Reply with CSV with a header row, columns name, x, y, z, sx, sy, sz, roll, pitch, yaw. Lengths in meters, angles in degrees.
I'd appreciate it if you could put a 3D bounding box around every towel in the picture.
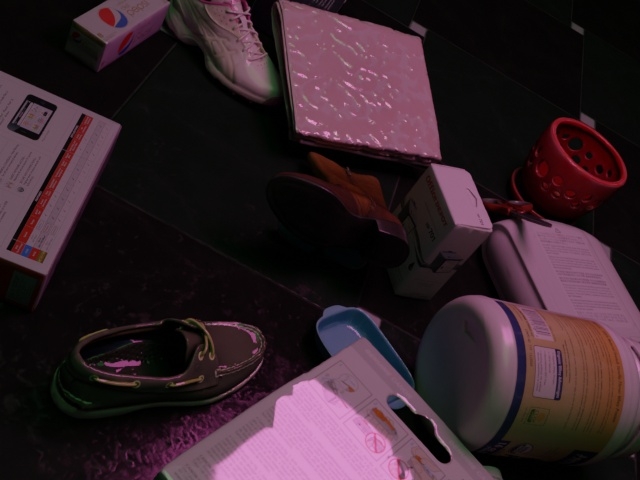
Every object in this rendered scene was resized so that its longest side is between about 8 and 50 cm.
name,x,y,z,sx,sy,sz,roll,pitch,yaw
towel,0.071,-0.299,1.671,0.331,0.053,0.317,8,61,-28

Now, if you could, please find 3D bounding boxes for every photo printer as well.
name,x,y,z,sx,sy,sz,roll,pitch,yaw
photo printer,0.443,0.089,1.598,0.256,0.107,0.308,5,48,-29

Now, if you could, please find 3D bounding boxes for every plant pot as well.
name,x,y,z,sx,sy,sz,roll,pitch,yaw
plant pot,0.506,-0.128,1.798,0.191,0.174,0.191,18,43,-17

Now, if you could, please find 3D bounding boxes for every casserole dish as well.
name,x,y,z,sx,sy,sz,roll,pitch,yaw
casserole dish,0.061,0.182,1.310,0.114,0.037,0.188,-16,62,-42

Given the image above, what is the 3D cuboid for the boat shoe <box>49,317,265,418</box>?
name,x,y,z,sx,sy,sz,roll,pitch,yaw
boat shoe,-0.191,0.154,1.127,0.305,0.091,0.109,-7,55,-38

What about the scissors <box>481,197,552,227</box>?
name,x,y,z,sx,sy,sz,roll,pitch,yaw
scissors,0.356,-0.050,1.618,0.109,0.021,0.297,6,12,4

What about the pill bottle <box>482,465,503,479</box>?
name,x,y,z,sx,sy,sz,roll,pitch,yaw
pill bottle,0.231,0.394,1.179,0.087,0.087,0.160,14,45,-23

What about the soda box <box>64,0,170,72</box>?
name,x,y,z,sx,sy,sz,roll,pitch,yaw
soda box,-0.359,-0.384,1.552,0.074,0.069,0.216,35,41,0

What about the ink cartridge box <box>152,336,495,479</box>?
name,x,y,z,sx,sy,sz,roll,pitch,yaw
ink cartridge box,0.021,0.327,1.094,0.308,0.091,0.385,47,44,16

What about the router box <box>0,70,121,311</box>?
name,x,y,z,sx,sy,sz,roll,pitch,yaw
router box,-0.469,-0.100,1.194,0.301,0.082,0.335,24,42,-12

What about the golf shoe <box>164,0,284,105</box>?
name,x,y,z,sx,sy,sz,roll,pitch,yaw
golf shoe,-0.167,-0.382,1.626,0.306,0.140,0.115,44,41,9

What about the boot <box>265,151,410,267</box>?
name,x,y,z,sx,sy,sz,roll,pitch,yaw
boot,0.016,-0.092,1.444,0.264,0.096,0.280,18,26,-20

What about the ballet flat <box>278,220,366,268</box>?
name,x,y,z,sx,sy,sz,roll,pitch,yaw
ballet flat,0.000,0.000,1.445,0.168,0.057,0.052,29,12,-12

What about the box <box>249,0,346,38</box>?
name,x,y,z,sx,sy,sz,roll,pitch,yaw
box,-0.050,-0.487,1.838,0.158,0.093,0.156,32,41,-5

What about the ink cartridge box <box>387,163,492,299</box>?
name,x,y,z,sx,sy,sz,roll,pitch,yaw
ink cartridge box,0.186,-0.013,1.462,0.082,0.191,0.140,8,47,-28

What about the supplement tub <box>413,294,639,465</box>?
name,x,y,z,sx,sy,sz,roll,pitch,yaw
supplement tub,0.326,0.215,1.304,0.316,0.228,0.228,13,45,-23
